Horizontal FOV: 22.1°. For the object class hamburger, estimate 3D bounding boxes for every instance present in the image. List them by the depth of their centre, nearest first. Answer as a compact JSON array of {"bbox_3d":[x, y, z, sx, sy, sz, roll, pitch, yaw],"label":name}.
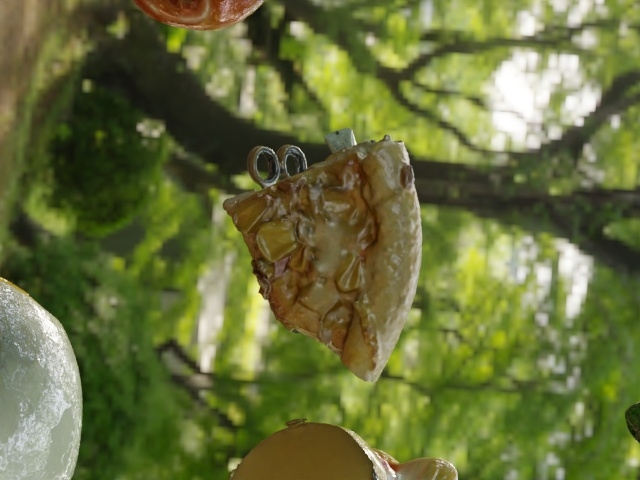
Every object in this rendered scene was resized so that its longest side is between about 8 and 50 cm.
[{"bbox_3d":[0.030,0.367,2.139,0.186,0.303,0.261,28,28,-46],"label":"hamburger"}]

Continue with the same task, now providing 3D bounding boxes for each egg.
[{"bbox_3d":[-0.398,0.164,1.821,0.201,0.337,0.337,135,-34,-54],"label":"egg"}]

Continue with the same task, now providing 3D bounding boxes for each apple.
[{"bbox_3d":[-0.113,-0.272,1.507,0.163,0.163,0.139,89,19,-63],"label":"apple"}]

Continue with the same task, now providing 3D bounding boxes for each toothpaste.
[{"bbox_3d":[0.050,-0.121,2.651,0.197,0.048,0.029,-110,180,-50],"label":"toothpaste"}]

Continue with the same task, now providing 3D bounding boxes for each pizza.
[{"bbox_3d":[0.000,0.000,1.232,0.062,0.161,0.182,-31,141,-76],"label":"pizza"}]

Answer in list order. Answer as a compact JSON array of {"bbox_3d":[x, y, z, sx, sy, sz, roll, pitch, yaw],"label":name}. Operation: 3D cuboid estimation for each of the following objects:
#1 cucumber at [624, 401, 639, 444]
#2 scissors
[{"bbox_3d":[0.353,0.183,1.187,0.056,0.284,0.056,-60,166,-25],"label":"cucumber"},{"bbox_3d":[-0.039,-0.002,1.896,0.088,0.017,0.220,-5,88,-47],"label":"scissors"}]
